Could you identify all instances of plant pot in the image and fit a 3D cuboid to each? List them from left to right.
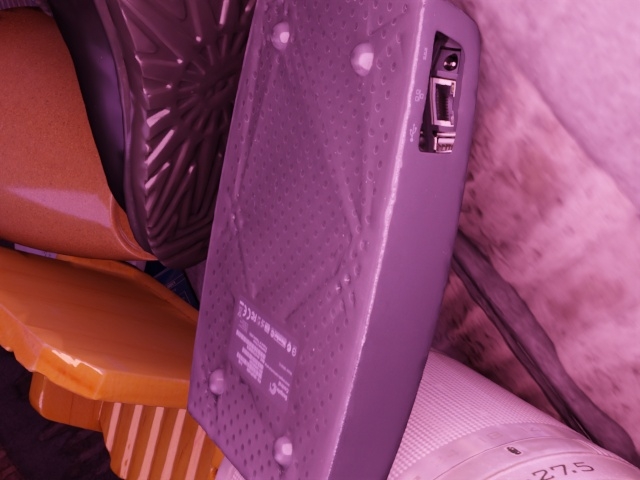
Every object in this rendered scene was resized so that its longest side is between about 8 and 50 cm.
[{"bbox_3d":[-0.216,-0.077,0.976,0.254,0.237,0.237,27,148,42],"label":"plant pot"}]

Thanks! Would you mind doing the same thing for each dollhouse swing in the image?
[{"bbox_3d":[-0.231,0.179,1.058,0.347,0.305,0.315,31,113,38],"label":"dollhouse swing"}]

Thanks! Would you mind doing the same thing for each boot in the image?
[{"bbox_3d":[-0.146,-0.167,0.698,0.260,0.131,0.348,39,147,31],"label":"boot"}]

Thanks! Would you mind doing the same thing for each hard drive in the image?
[{"bbox_3d":[0.000,0.000,0.521,0.172,0.054,0.254,31,113,57],"label":"hard drive"}]

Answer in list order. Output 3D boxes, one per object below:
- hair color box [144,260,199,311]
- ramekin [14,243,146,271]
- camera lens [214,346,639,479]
[{"bbox_3d":[-0.259,0.125,1.681,0.174,0.105,0.347,44,161,39],"label":"hair color box"},{"bbox_3d":[-0.344,-0.002,1.477,0.207,0.109,0.207,-2,87,46],"label":"ramekin"},{"bbox_3d":[0.074,0.193,0.592,0.274,0.219,0.219,28,148,60],"label":"camera lens"}]
